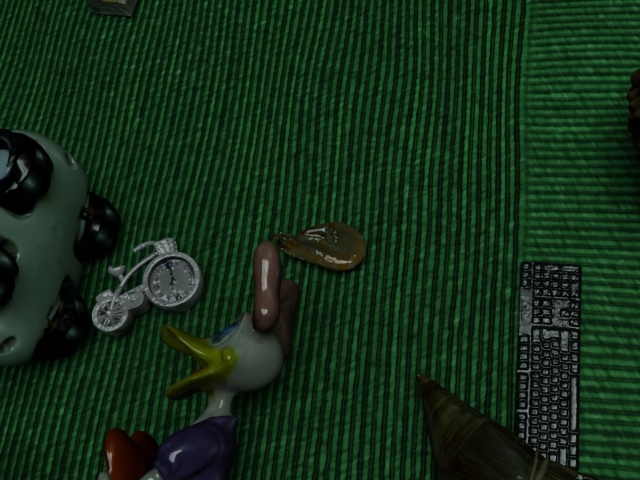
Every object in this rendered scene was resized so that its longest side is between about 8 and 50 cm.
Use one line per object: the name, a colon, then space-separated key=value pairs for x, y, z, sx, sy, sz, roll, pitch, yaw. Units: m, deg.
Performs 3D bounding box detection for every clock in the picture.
clock: x=-0.195 y=0.053 z=0.869 sx=0.129 sy=0.041 sz=0.087 roll=-28 pitch=69 yaw=-6

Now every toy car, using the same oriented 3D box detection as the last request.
toy car: x=-0.352 y=0.007 z=0.843 sx=0.190 sy=0.188 sz=0.255 roll=4 pitch=69 yaw=21

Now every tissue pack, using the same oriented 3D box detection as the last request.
tissue pack: x=-0.271 y=-0.343 z=1.050 sx=0.063 sy=0.035 sz=0.083 roll=9 pitch=71 yaw=15

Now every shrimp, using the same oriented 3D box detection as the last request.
shrimp: x=0.000 y=0.000 z=0.862 sx=0.108 sy=0.023 sz=0.059 roll=19 pitch=64 yaw=19

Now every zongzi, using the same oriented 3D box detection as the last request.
zongzi: x=0.110 y=0.264 z=0.673 sx=0.241 sy=0.111 sz=0.247 roll=31 pitch=63 yaw=31

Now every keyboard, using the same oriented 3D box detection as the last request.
keyboard: x=0.223 y=0.118 z=0.770 sx=0.061 sy=0.013 sz=0.205 roll=3 pitch=69 yaw=12

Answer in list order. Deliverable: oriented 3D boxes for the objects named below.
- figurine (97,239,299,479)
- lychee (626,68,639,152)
figurine: x=-0.101 y=0.216 z=0.724 sx=0.193 sy=0.154 sz=0.421 roll=1 pitch=70 yaw=7
lychee: x=0.418 y=-0.124 z=0.708 sx=0.267 sy=0.267 sz=0.268 roll=-4 pitch=67 yaw=10
